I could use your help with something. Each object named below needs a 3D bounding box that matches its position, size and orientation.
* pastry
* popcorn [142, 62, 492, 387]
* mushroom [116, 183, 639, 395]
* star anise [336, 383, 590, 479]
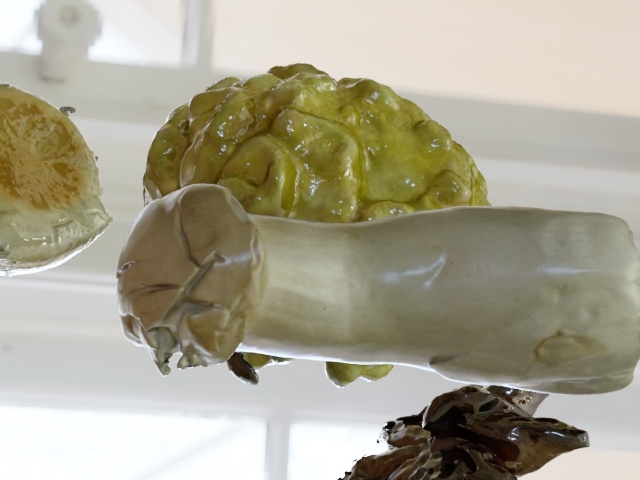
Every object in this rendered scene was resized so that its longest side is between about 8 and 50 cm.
[{"bbox_3d":[-0.233,-0.042,1.313,0.088,0.166,0.166,-47,-143,45],"label":"pastry"},{"bbox_3d":[-0.002,-0.002,1.044,0.169,0.218,0.189,-57,175,-44],"label":"popcorn"},{"bbox_3d":[0.026,0.020,0.740,0.092,0.223,0.081,-164,-100,-75],"label":"mushroom"},{"bbox_3d":[0.108,0.187,1.578,0.102,0.272,0.272,62,1,-24],"label":"star anise"}]
